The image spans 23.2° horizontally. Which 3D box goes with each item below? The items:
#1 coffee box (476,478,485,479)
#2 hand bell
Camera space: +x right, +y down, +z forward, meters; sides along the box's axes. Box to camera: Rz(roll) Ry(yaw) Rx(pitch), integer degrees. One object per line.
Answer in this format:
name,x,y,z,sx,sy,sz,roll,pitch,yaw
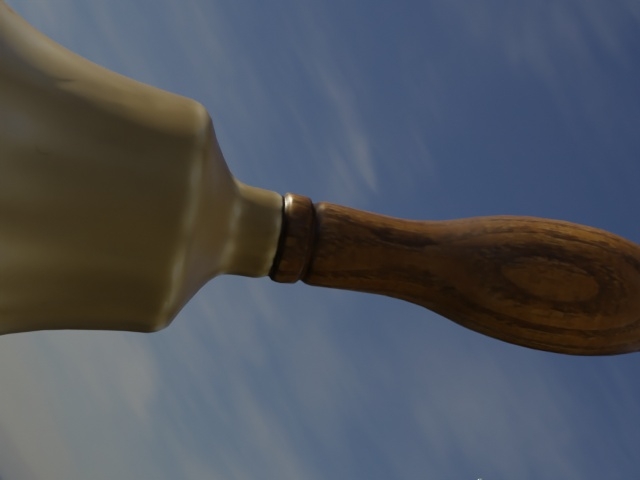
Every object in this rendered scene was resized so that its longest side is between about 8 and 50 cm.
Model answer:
coffee box,0.091,0.229,0.807,0.113,0.184,0.040,25,-13,1
hand bell,0.000,0.000,0.449,0.126,0.242,0.126,-170,-90,-79
